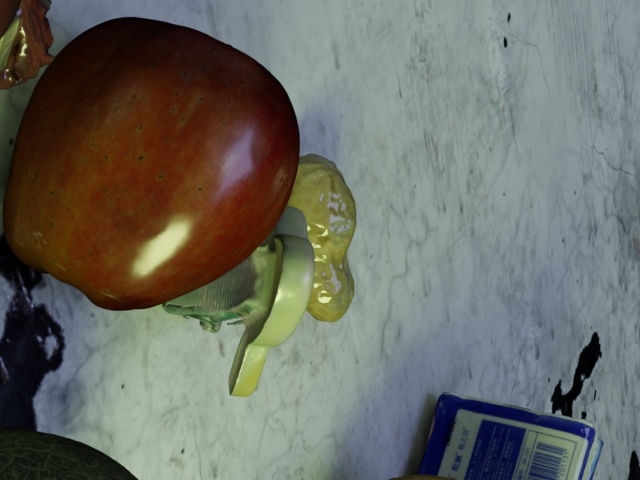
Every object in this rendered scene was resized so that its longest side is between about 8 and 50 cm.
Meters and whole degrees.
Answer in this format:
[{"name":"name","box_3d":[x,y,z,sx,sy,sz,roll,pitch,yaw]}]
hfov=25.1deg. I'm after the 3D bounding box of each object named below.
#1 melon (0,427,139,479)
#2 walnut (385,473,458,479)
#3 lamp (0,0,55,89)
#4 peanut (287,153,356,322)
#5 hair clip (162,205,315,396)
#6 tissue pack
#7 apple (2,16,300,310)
[{"name":"melon","box_3d":[-0.231,0.247,0.958,0.302,0.237,0.237,-3,98,-58]},{"name":"walnut","box_3d":[0.111,0.394,1.489,0.285,0.285,0.296,42,52,-53]},{"name":"lamp","box_3d":[-0.254,-0.158,0.919,0.223,0.215,0.151,0,61,-28]},{"name":"peanut","box_3d":[0.000,0.000,1.430,0.080,0.080,0.174,-29,119,-53]},{"name":"hair clip","box_3d":[-0.063,0.050,1.206,0.071,0.218,0.159,10,78,-25]},{"name":"tissue pack","box_3d":[0.209,0.334,1.702,0.137,0.209,0.269,42,60,-54]},{"name":"apple","box_3d":[-0.127,-0.057,1.094,0.234,0.234,0.234,-16,109,-56]}]
